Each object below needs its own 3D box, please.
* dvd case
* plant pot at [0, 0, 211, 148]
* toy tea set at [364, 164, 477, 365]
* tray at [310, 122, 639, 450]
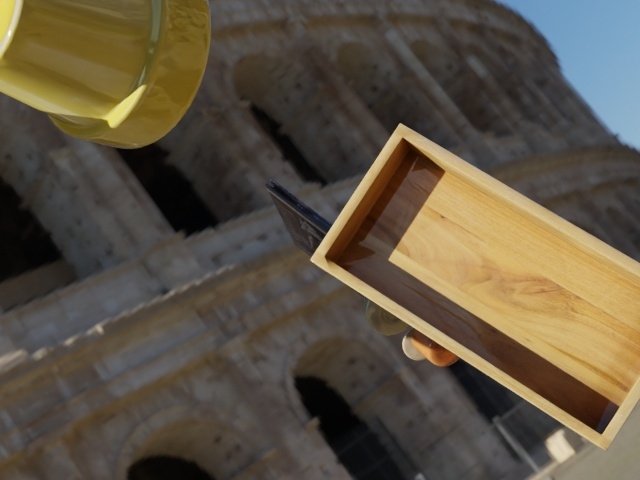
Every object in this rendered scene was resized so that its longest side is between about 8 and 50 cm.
[{"bbox_3d":[0.000,0.000,1.703,0.018,0.164,0.221,-48,-24,-11],"label":"dvd case"},{"bbox_3d":[-0.299,-0.250,1.292,0.239,0.254,0.254,8,-44,-48],"label":"plant pot"},{"bbox_3d":[0.148,0.035,1.698,0.200,0.124,0.336,1,-69,-16],"label":"toy tea set"},{"bbox_3d":[0.215,0.052,1.313,0.203,0.411,0.076,-57,-16,-2],"label":"tray"}]
